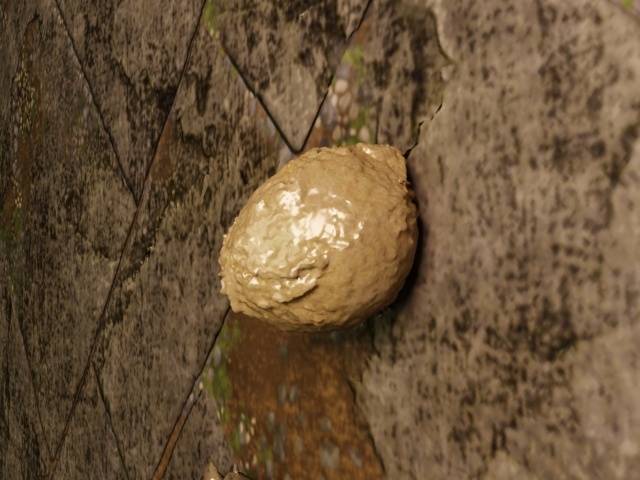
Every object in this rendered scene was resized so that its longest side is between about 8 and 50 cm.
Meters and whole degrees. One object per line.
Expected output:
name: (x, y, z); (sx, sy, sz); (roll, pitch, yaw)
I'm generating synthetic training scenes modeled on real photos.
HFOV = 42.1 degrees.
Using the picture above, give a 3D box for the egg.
egg: (0.000, 0.000, 0.528); (0.140, 0.116, 0.118); (-30, 46, 20)

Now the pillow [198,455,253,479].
pillow: (-0.102, 0.261, 0.734); (0.241, 0.051, 0.093); (-61, 42, 39)
